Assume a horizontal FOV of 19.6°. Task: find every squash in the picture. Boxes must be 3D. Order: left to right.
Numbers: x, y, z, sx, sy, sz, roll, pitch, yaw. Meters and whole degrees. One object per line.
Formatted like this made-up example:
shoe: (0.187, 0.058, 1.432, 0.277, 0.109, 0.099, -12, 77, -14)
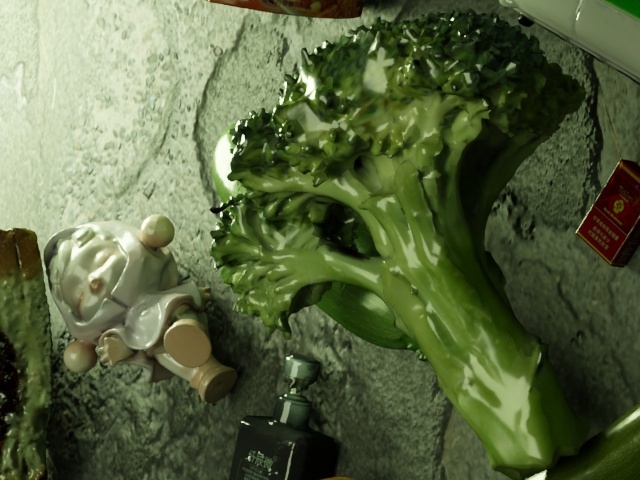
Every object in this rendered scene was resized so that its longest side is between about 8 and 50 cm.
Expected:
squash: (0.000, 0.000, 1.853, 0.395, 0.107, 0.107, 43, 115, 39)
squash: (0.253, 0.191, 1.592, 0.258, 0.069, 0.069, -39, 58, 36)

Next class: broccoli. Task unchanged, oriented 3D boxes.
broccoli: (0.119, -0.021, 1.601, 0.397, 0.274, 0.353, 43, 142, 35)

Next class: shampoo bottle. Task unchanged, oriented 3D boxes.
shampoo bottle: (-0.050, 0.269, 1.890, 0.098, 0.071, 0.310, 16, 96, 46)

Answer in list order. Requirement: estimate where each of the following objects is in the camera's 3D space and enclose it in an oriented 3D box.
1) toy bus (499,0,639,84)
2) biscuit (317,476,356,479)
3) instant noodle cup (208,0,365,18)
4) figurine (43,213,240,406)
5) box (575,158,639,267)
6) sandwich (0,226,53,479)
toy bus: (0.278, -0.201, 1.536, 0.305, 0.179, 0.143, 39, 112, 42)
biscuit: (0.042, 0.373, 1.767, 0.277, 0.052, 0.262, 22, 98, 32)
instant noodle cup: (-0.042, -0.333, 1.854, 0.250, 0.250, 0.192, 22, 108, 45)
figurine: (-0.197, 0.072, 2.032, 0.276, 0.133, 0.200, 38, 100, 37)
box: (0.266, -0.024, 1.637, 0.051, 0.023, 0.082, 46, 117, 38)
sandwich: (-0.358, 0.147, 2.125, 0.288, 0.099, 0.254, 117, 151, -64)
